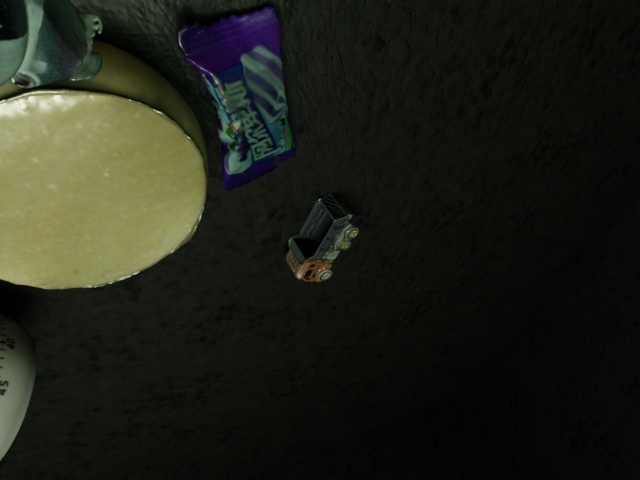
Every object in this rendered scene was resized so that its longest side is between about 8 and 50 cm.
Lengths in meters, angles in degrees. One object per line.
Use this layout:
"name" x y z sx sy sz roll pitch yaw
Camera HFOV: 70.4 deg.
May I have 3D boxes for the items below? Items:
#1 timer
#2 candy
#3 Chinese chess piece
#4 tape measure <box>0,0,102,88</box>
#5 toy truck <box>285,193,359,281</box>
"timer" -0.584 0.208 0.628 0.285 0.285 0.285 -20 142 -17
"candy" -0.108 -0.197 0.669 0.145 0.070 0.275 -29 142 -19
"Chinese chess piece" -0.314 -0.085 0.586 0.338 0.140 0.338 -20 143 -16
"tape measure" -0.337 -0.209 0.319 0.275 0.147 0.256 -2 163 -6
"toy truck" 0.000 0.000 0.956 0.092 0.083 0.192 3 129 -39
